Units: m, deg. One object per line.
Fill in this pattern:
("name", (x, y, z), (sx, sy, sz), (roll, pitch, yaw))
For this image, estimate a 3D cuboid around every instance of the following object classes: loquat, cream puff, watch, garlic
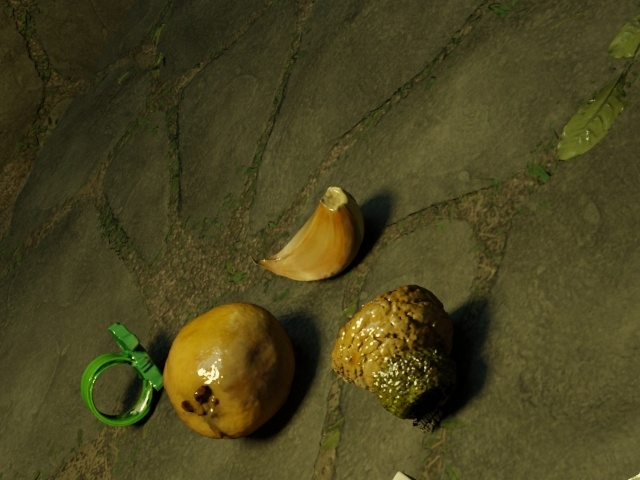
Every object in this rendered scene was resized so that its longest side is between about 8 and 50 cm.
("loquat", (-0.146, 0.212, 1.912), (0.238, 0.193, 0.238), (-23, 26, 12))
("cream puff", (0.124, 0.180, 1.646), (0.183, 0.183, 0.169), (-44, 57, 17))
("watch", (-0.385, 0.258, 2.200), (0.152, 0.165, 0.131), (-42, 18, -13))
("garlic", (0.003, 0.007, 1.982), (0.206, 0.128, 0.115), (-42, 78, 25))

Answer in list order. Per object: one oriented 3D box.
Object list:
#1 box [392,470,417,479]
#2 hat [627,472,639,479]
("box", (0.100, 0.434, 1.504), (0.149, 0.067, 0.233), (25, 81, 54))
("hat", (0.377, 0.360, 1.155), (0.257, 0.130, 0.257), (-32, 40, 32))
